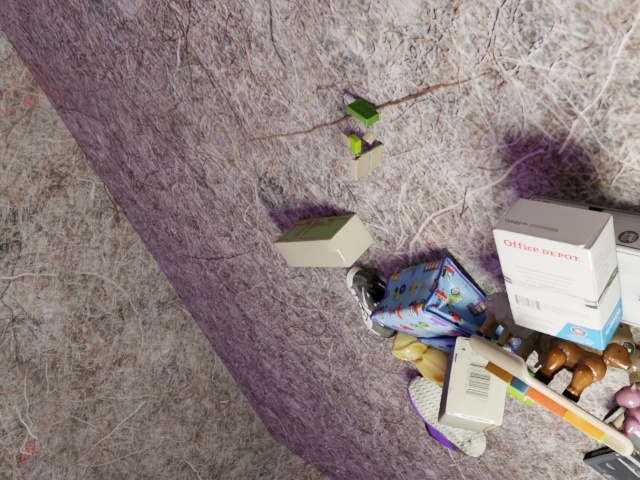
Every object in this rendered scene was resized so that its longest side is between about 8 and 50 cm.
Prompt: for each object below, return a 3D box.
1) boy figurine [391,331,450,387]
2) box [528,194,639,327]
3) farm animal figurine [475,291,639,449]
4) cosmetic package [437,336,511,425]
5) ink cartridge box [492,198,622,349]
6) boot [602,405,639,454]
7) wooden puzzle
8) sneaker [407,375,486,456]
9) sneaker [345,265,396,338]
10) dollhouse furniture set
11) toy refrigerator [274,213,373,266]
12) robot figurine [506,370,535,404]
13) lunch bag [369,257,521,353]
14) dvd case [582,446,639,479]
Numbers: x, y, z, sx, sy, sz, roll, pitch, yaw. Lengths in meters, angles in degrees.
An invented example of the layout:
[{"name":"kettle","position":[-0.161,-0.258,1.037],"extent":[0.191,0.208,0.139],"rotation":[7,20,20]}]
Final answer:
[{"name":"boy figurine","position":[0.309,0.340,1.609],"extent":[0.285,0.092,0.177],"rotation":[42,156,-1]},{"name":"box","position":[0.455,0.037,0.967],"extent":[0.289,0.087,0.169],"rotation":[15,141,44]},{"name":"farm animal figurine","position":[0.484,0.208,1.083],"extent":[0.330,0.172,0.326],"rotation":[38,177,-28]},{"name":"cosmetic package","position":[0.327,0.322,1.341],"extent":[0.113,0.160,0.309],"rotation":[10,163,12]},{"name":"ink cartridge box","position":[0.358,0.049,0.925],"extent":[0.148,0.086,0.203],"rotation":[16,139,44]},{"name":"boot","position":[0.664,0.426,1.240],"extent":[0.208,0.076,0.190],"rotation":[35,164,26]},{"name":"wooden puzzle","position":[0.371,0.259,1.038],"extent":[0.238,0.044,0.221],"rotation":[37,178,-8]},{"name":"sneaker","position":[0.339,0.523,1.813],"extent":[0.293,0.102,0.146],"rotation":[48,154,-5]},{"name":"sneaker","position":[0.153,0.172,1.603],"extent":[0.106,0.078,0.234],"rotation":[9,134,54]},{"name":"dollhouse furniture set","position":[0.078,-0.195,1.202],"extent":[0.058,0.076,0.152],"rotation":[44,155,31]},{"name":"toy refrigerator","position":[0.000,0.000,1.551],"extent":[0.094,0.102,0.269],"rotation":[55,153,-19]},{"name":"robot figurine","position":[0.457,0.326,1.399],"extent":[0.115,0.067,0.101],"rotation":[34,156,20]},{"name":"lunch bag","position":[0.300,0.185,1.392],"extent":[0.293,0.138,0.221],"rotation":[35,156,-16]},{"name":"dvd case","position":[0.729,0.551,1.370],"extent":[0.238,0.029,0.179],"rotation":[39,155,12]}]
